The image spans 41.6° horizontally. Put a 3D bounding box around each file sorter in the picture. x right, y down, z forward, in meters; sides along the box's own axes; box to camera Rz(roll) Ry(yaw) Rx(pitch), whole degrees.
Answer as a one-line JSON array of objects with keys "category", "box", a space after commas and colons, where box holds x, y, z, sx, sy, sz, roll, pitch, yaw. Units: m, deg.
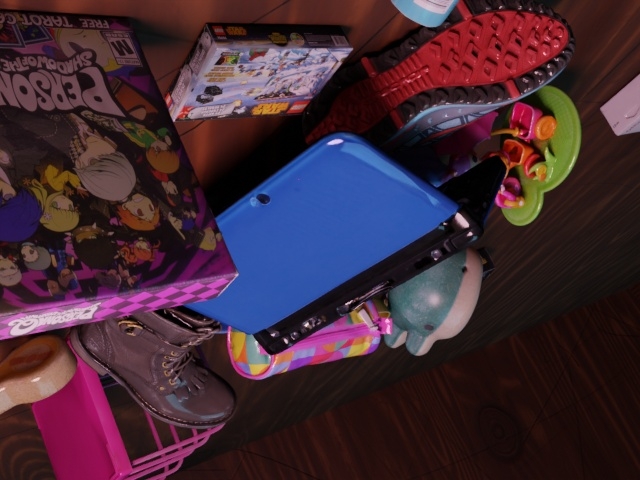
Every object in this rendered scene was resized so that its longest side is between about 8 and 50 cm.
[{"category": "file sorter", "box": [-0.288, 0.262, 1.258, 0.182, 0.202, 0.290, -14, 159, -35]}]

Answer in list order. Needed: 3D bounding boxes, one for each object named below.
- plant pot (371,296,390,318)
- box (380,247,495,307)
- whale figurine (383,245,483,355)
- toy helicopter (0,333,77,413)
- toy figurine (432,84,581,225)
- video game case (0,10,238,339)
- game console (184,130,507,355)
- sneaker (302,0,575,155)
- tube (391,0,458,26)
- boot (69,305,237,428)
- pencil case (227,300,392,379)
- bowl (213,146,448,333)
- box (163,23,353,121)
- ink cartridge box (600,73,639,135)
[{"category": "plant pot", "box": [0.037, 0.109, 1.421, 0.134, 0.095, 0.134, -23, 163, -7]}, {"category": "box", "box": [0.230, 0.102, 1.728, 0.220, 0.051, 0.175, -20, 162, -15]}, {"category": "whale figurine", "box": [0.163, 0.092, 1.450, 0.141, 0.216, 0.272, 23, 150, -13]}, {"category": "toy helicopter", "box": [-0.443, 0.203, 0.937, 0.355, 0.235, 0.140, -29, 122, -15]}, {"category": "toy figurine", "box": [0.191, -0.102, 0.976, 0.159, 0.130, 0.173, 1, 113, -31]}, {"category": "video game case", "box": [-0.186, -0.046, 0.497, 0.232, 0.210, 0.042, -8, 156, -41]}, {"category": "game console", "box": [0.010, -0.021, 0.861, 0.293, 0.173, 0.250, -32, -168, 33]}, {"category": "sneaker", "box": [0.111, -0.150, 0.815, 0.262, 0.104, 0.125, -19, 173, 11]}, {"category": "tube", "box": [0.124, -0.247, 0.608, 0.080, 0.052, 0.207, -15, 155, -41]}, {"category": "boot", "box": [-0.176, 0.131, 1.016, 0.263, 0.091, 0.229, 33, 144, -17]}, {"category": "pencil case", "box": [-0.014, 0.124, 1.144, 0.236, 0.104, 0.104, -7, 155, -45]}, {"category": "bowl", "box": [0.000, 0.000, 1.094, 0.391, 0.077, 0.391, -22, 162, -8]}, {"category": "box", "box": [-0.052, -0.140, 0.706, 0.137, 0.027, 0.094, -10, 156, -39]}, {"category": "ink cartridge box", "box": [0.472, -0.198, 1.191, 0.123, 0.052, 0.088, -14, 159, -34]}]
